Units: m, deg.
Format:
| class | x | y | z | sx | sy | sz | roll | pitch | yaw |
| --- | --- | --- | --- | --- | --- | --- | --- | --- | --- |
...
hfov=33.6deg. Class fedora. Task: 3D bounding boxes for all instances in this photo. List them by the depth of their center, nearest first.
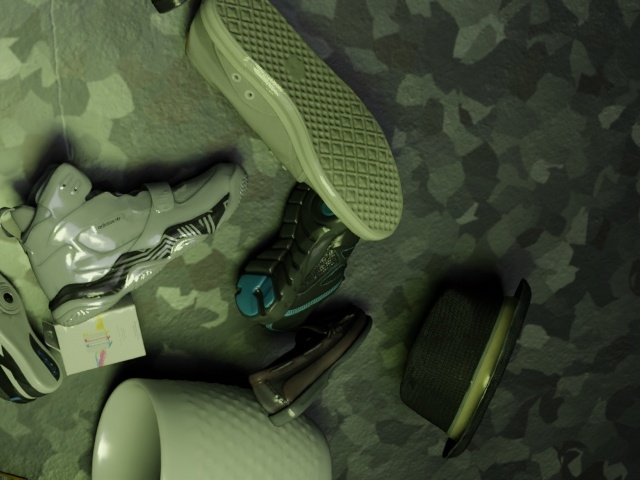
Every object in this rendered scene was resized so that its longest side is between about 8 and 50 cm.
| class | x | y | z | sx | sy | sz | roll | pitch | yaw |
| --- | --- | --- | --- | --- | --- | --- | --- | --- | --- |
| fedora | 0.231 | 0.197 | 1.807 | 0.152 | 0.334 | 0.334 | 23 | 101 | 7 |

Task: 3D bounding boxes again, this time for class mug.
| class | x | y | z | sx | sy | sz | roll | pitch | yaw |
| --- | --- | --- | --- | --- | --- | --- | --- | --- | --- |
| mug | -0.183 | 0.396 | 1.724 | 0.328 | 0.276 | 0.374 | 8 | 136 | -32 |

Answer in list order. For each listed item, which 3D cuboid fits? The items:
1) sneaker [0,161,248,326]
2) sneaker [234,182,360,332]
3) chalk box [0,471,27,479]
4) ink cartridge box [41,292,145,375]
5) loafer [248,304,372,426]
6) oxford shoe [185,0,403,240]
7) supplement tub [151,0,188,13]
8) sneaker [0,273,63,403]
| class | x | y | z | sx | sy | sz | roll | pitch | yaw |
| --- | --- | --- | --- | --- | --- | --- | --- | --- | --- |
| sneaker | -0.290 | -0.054 | 1.576 | 0.366 | 0.137 | 0.210 | -38 | 106 | -16 |
| sneaker | 0.000 | 0.000 | 1.728 | 0.341 | 0.125 | 0.139 | -50 | 143 | 0 |
| chalk box | -0.562 | 0.481 | 1.676 | 0.132 | 0.132 | 0.213 | 24 | 99 | -24 |
| ink cartridge box | -0.356 | 0.140 | 1.650 | 0.143 | 0.092 | 0.090 | -14 | 113 | -12 |
| loafer | -0.011 | 0.175 | 1.703 | 0.109 | 0.302 | 0.095 | -34 | 97 | 39 |
| oxford shoe | -0.037 | -0.183 | 1.592 | 0.449 | 0.130 | 0.169 | 50 | 48 | -12 |
| supplement tub | -0.248 | -0.419 | 1.484 | 0.106 | 0.106 | 0.198 | -34 | 115 | -5 |
| sneaker | -0.496 | 0.156 | 1.618 | 0.121 | 0.079 | 0.217 | -29 | 93 | 30 |
